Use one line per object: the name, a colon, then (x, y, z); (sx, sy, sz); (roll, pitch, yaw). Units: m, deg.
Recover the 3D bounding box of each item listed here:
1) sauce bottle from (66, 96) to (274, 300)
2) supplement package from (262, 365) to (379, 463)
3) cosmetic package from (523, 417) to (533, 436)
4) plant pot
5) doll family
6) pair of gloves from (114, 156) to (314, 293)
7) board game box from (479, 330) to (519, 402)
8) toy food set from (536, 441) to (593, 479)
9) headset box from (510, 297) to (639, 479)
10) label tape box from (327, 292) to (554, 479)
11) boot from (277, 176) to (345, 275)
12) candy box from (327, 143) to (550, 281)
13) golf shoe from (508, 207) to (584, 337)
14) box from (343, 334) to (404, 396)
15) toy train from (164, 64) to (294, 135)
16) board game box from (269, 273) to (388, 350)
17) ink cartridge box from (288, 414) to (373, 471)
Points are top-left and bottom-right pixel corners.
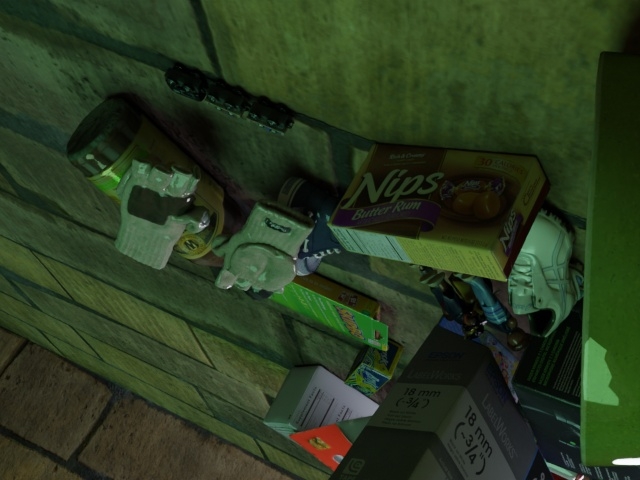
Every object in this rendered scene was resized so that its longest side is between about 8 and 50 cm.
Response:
sauce bottle: (-0.176, -0.042, 1.177); (0.344, 0.111, 0.111); (42, 155, -31)
supplement package: (0.033, 0.372, 1.780); (0.244, 0.133, 0.139); (36, 157, -17)
cosmetic package: (0.299, 0.314, 1.453); (0.060, 0.041, 0.115); (33, 158, -7)
plant pot: (0.322, 0.017, 0.547); (0.294, 0.274, 0.274); (2, 149, 19)
doll family: (0.167, 0.068, 0.988); (0.111, 0.076, 0.193); (57, -174, -15)
pair of gloves: (-0.137, -0.015, 1.084); (0.240, 0.042, 0.204); (19, 143, -2)
board game box: (0.218, 0.214, 1.183); (0.103, 0.154, 0.026); (42, 152, -29)
toy food set: (0.374, 0.318, 1.278); (0.105, 0.111, 0.232); (23, 159, 12)
headset box: (0.368, 0.193, 0.985); (0.283, 0.131, 0.246); (14, 154, 33)
label tape box: (0.177, 0.249, 1.027); (0.106, 0.333, 0.240); (-8, 120, 42)
boot: (0.000, 0.000, 1.100); (0.086, 0.069, 0.190); (25, 156, 19)
candy box: (0.110, -0.032, 0.844); (0.187, 0.109, 0.053); (12, 152, 39)
golf shoe: (0.217, 0.032, 0.886); (0.069, 0.086, 0.176); (10, 149, 44)
box: (0.087, 0.209, 1.462); (0.054, 0.059, 0.169); (26, 158, 2)
toy train: (-0.099, -0.149, 0.955); (0.158, 0.027, 0.036); (24, 161, 15)
board game box: (-0.009, 0.088, 1.352); (0.259, 0.039, 0.124); (26, 159, 15)
ink cartridge box: (0.154, 0.438, 1.593); (0.385, 0.091, 0.308); (-22, 124, 42)
